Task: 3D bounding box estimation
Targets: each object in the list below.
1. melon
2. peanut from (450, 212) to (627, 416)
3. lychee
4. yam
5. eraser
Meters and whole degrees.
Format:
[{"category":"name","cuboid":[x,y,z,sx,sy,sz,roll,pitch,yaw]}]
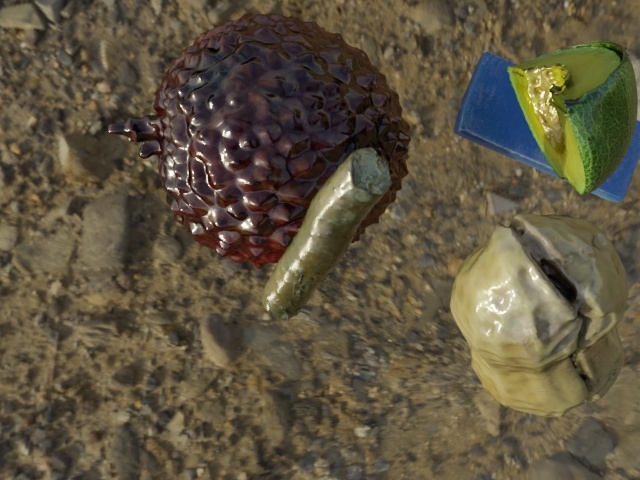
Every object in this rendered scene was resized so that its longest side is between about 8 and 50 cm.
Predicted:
[{"category":"melon","cuboid":[0.366,-0.166,1.127,0.129,0.265,0.169,-23,111,4]},{"category":"peanut","cuboid":[0.172,0.064,0.653,0.130,0.290,0.130,-7,63,15]},{"category":"lychee","cuboid":[-0.098,-0.168,1.388,0.500,0.424,0.424,11,82,-3]},{"category":"yam","cuboid":[0.000,0.000,1.065,0.071,0.317,0.067,4,54,-25]},{"category":"eraser","cuboid":[0.379,-0.184,1.366,0.312,0.042,0.144,21,85,-10]}]
